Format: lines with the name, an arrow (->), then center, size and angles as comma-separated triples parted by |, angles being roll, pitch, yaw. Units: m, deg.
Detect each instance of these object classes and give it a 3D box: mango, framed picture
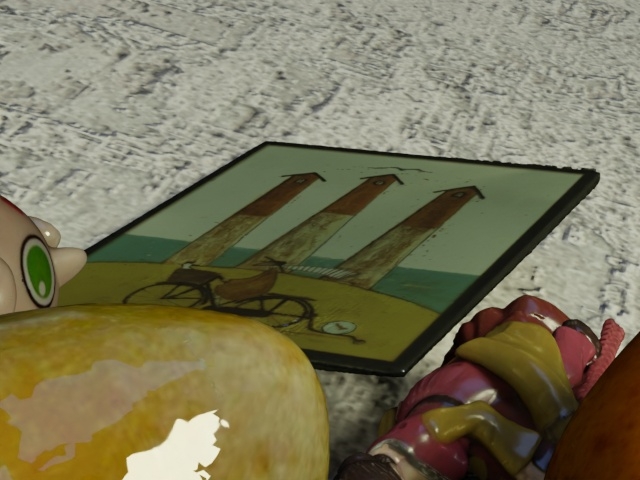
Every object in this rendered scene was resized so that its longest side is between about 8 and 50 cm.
mango -> -0.151, 0.145, 0.428 | 0.384, 0.221, 0.199 | -41, 40, -24
framed picture -> 0.000, 0.000, 0.980 | 0.244, 0.013, 0.324 | 7, 23, 25

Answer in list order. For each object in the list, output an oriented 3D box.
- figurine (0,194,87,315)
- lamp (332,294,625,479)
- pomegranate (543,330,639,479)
figurine -> -0.184, 0.024, 0.806 | 0.125, 0.125, 0.138 | 14, 43, -1
lamp -> 0.078, 0.108, 0.774 | 0.118, 0.118, 0.253 | 20, 21, 12
pomegranate -> 0.214, 0.138, 0.642 | 0.264, 0.264, 0.264 | 11, 27, -6
